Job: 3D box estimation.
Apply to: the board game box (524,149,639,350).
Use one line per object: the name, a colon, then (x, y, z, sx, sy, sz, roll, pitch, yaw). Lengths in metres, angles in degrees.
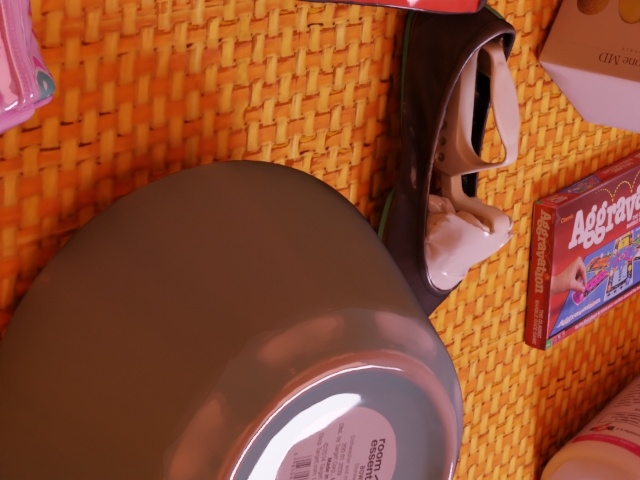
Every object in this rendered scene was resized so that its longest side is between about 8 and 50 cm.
board game box: (0.289, -0.005, 1.567, 0.281, 0.027, 0.145, -24, 122, -47)

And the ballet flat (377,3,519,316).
ballet flat: (0.100, -0.048, 1.229, 0.095, 0.096, 0.280, -18, 119, -50)

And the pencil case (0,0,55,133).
pencil case: (-0.193, -0.188, 0.750, 0.124, 0.124, 0.284, -27, 126, -46)

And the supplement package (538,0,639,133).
supplement package: (0.317, -0.225, 1.415, 0.134, 0.139, 0.244, 38, 72, -55)

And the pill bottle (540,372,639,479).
pill bottle: (0.363, 0.216, 1.642, 0.283, 0.160, 0.160, -33, 129, -43)

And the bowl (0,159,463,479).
bowl: (-0.034, 0.122, 0.987, 0.311, 0.163, 0.312, -15, 119, -30)

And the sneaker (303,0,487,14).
sneaker: (0.041, -0.234, 1.077, 0.270, 0.090, 0.145, -6, 111, -50)
